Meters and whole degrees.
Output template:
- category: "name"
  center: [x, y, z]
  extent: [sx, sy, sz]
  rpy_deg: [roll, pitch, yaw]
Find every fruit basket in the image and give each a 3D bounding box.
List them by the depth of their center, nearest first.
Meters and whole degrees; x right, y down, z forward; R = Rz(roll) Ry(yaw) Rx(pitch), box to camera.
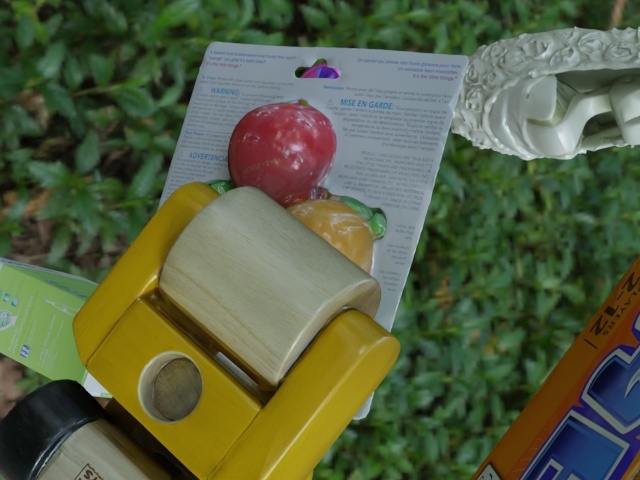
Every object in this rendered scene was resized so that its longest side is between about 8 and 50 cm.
- category: "fruit basket"
  center: [-0.033, -0.023, 1.206]
  extent: [0.165, 0.327, 0.353]
  rpy_deg: [37, 67, -51]

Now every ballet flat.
- category: "ballet flat"
  center: [0.300, -0.148, 1.274]
  extent: [0.147, 0.409, 0.147]
  rpy_deg: [18, 70, -59]

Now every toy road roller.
- category: "toy road roller"
  center: [-0.080, 0.137, 0.994]
  extent: [0.329, 0.202, 0.240]
  rpy_deg: [-53, 157, 4]

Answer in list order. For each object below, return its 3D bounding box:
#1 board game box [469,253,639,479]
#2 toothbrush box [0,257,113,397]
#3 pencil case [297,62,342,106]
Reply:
- category: "board game box"
  center: [0.333, 0.177, 0.651]
  extent: [0.356, 0.356, 0.356]
  rpy_deg: [35, 4, -10]
- category: "toothbrush box"
  center: [-0.339, 0.126, 1.730]
  extent: [0.206, 0.283, 0.122]
  rpy_deg: [19, 92, -54]
- category: "pencil case"
  center: [0.065, -0.201, 1.770]
  extent: [0.236, 0.104, 0.104]
  rpy_deg: [-6, 87, -53]
